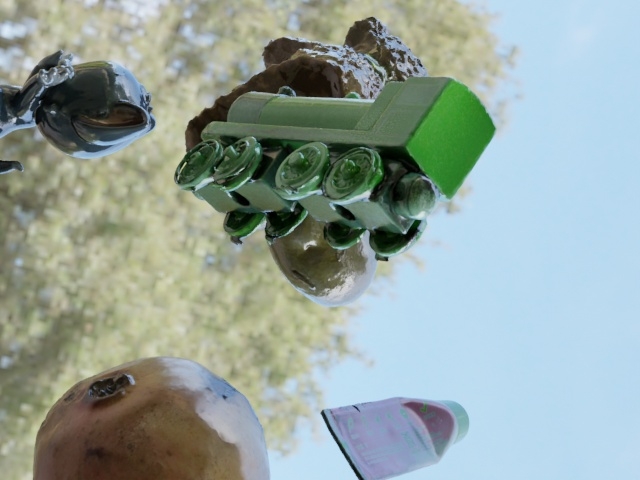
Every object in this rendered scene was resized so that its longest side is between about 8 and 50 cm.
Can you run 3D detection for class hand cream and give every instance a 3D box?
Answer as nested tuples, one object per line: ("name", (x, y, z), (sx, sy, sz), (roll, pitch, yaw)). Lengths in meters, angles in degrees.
("hand cream", (0.082, 0.199, 1.586), (0.079, 0.275, 0.050), (32, -76, 23))

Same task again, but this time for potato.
("potato", (0.000, 0.000, 2.453), (0.160, 0.235, 0.178), (-39, -141, 10))

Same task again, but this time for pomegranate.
("pomegranate", (-0.212, 0.291, 1.949), (0.322, 0.322, 0.322), (-38, -136, 49))

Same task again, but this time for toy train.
("toy train", (0.001, -0.057, 1.065), (0.251, 0.085, 0.119), (10, -121, 51))

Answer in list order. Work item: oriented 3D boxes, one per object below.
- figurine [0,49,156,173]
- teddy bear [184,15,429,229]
("figurine", (-0.321, -0.149, 1.807), (0.193, 0.265, 0.140), (168, -98, -77))
("teddy bear", (-0.006, -0.162, 2.057), (0.296, 0.222, 0.246), (-42, -107, 13))
